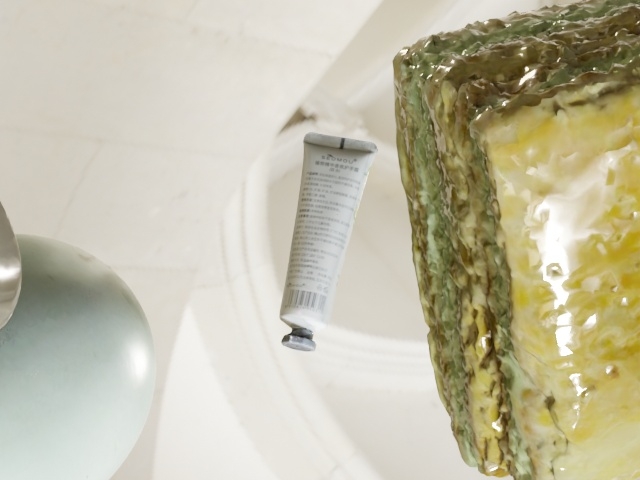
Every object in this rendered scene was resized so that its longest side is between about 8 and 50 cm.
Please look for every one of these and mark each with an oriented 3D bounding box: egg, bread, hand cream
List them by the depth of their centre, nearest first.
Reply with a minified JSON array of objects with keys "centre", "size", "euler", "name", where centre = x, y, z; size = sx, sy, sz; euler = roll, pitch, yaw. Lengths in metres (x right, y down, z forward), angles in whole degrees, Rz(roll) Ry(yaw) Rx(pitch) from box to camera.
[{"centre":[0.113,0.006,0.490],"size":[0.138,0.196,0.102],"euler":[-14,-153,-11],"name":"bread"},{"centre":[-0.211,0.095,0.760],"size":[0.183,0.183,0.264],"euler":[47,-144,10],"name":"egg"},{"centre":[0.000,0.000,1.098],"size":[0.067,0.042,0.195],"euler":[9,-108,10],"name":"hand cream"}]

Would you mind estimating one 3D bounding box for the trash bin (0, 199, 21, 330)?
[{"centre":[-0.243,-0.002,0.402],"size":[0.219,0.219,0.250],"euler":[62,-166,5],"name":"trash bin"}]
